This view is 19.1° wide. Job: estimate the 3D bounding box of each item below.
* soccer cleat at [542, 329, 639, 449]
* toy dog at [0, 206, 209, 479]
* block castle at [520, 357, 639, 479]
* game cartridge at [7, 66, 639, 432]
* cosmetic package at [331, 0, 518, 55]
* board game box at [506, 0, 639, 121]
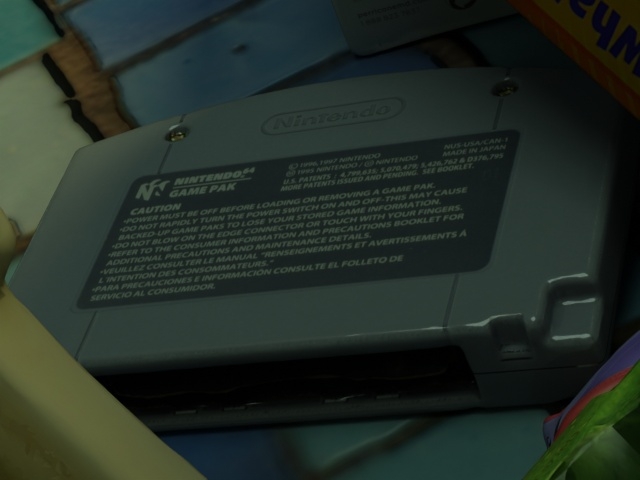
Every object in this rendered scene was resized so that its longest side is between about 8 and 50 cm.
[{"bbox_3d":[0.188,0.022,0.716,0.248,0.083,0.095,-39,20,1],"label":"soccer cleat"},{"bbox_3d":[-0.213,0.194,0.520,0.395,0.284,0.408,-29,15,29],"label":"toy dog"},{"bbox_3d":[0.160,0.144,0.365,0.453,0.303,0.213,-46,1,-13],"label":"block castle"},{"bbox_3d":[0.000,0.000,0.892,0.297,0.062,0.198,-6,35,23],"label":"game cartridge"},{"bbox_3d":[0.067,-0.227,1.057,0.151,0.151,0.183,-13,38,14],"label":"cosmetic package"},{"bbox_3d":[0.218,-0.297,0.749,0.356,0.356,0.356,-25,55,-26],"label":"board game box"}]
